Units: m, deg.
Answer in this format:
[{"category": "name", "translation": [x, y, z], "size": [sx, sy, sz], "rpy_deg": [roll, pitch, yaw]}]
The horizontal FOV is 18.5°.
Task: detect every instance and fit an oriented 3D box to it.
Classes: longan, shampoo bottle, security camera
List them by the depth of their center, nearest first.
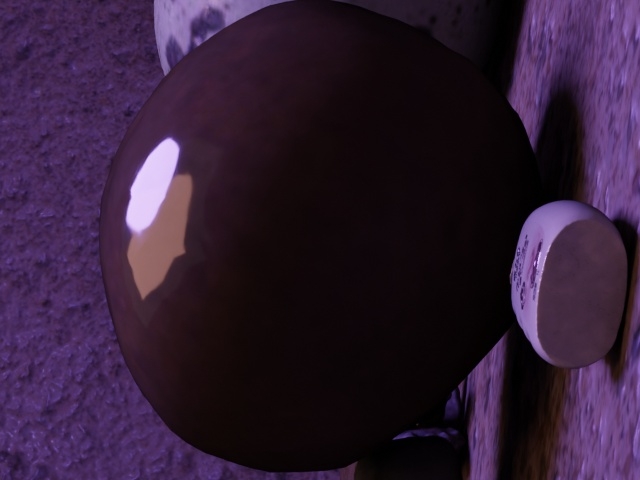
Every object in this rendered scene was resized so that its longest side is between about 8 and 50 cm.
[{"category": "shampoo bottle", "translation": [0.120, 0.014, 0.989], "size": [0.152, 0.045, 0.077], "rpy_deg": [-88, 5, -81]}, {"category": "longan", "translation": [-0.004, 0.000, 1.223], "size": [0.297, 0.297, 0.297], "rpy_deg": [-173, 90, -88]}, {"category": "security camera", "translation": [0.068, 0.271, 1.301], "size": [0.157, 0.080, 0.301], "rpy_deg": [-89, -4, -55]}]

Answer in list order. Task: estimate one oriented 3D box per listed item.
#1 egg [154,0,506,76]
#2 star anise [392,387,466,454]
[{"category": "egg", "translation": [0.012, -0.206, 1.602], "size": [0.379, 0.288, 0.287], "rpy_deg": [118, 164, -44]}, {"category": "star anise", "translation": [0.066, 0.146, 1.548], "size": [0.209, 0.089, 0.231], "rpy_deg": [-137, 47, -73]}]
